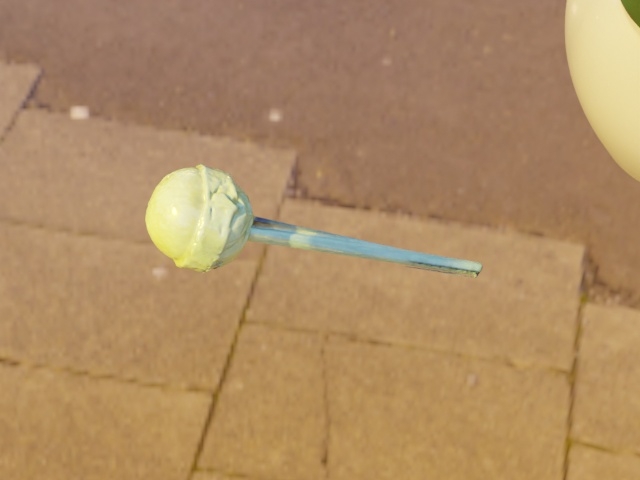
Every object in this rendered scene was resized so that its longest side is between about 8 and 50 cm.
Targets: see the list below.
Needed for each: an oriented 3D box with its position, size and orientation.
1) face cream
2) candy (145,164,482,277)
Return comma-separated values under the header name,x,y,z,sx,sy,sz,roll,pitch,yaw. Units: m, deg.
name,x,y,z,sx,sy,sz,roll,pitch,yaw
face cream,0.392,-0.199,1.650,0.219,0.357,0.312,-42,69,-15
candy,0.000,0.000,1.504,0.336,0.092,0.093,9,45,-19
